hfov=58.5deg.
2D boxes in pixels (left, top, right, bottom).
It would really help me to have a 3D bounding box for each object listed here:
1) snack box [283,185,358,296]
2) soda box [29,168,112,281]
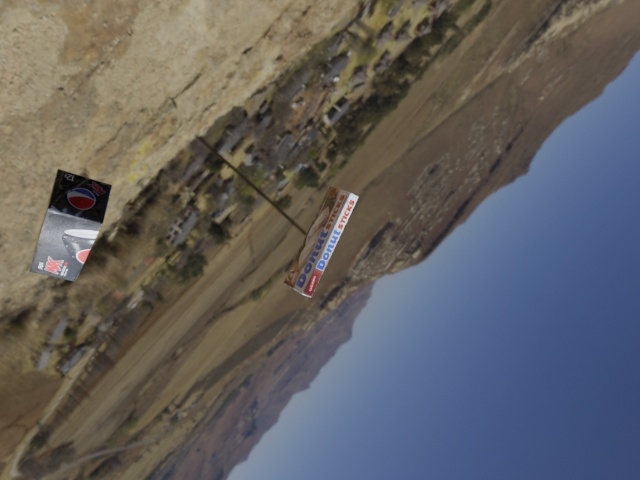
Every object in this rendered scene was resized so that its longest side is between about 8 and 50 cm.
[{"bbox_3d":[0.000,0.000,0.924,0.064,0.022,0.178,23,-93,54],"label":"snack box"},{"bbox_3d":[-0.294,-0.011,0.666,0.169,0.060,0.053,-40,-140,50],"label":"soda box"}]
